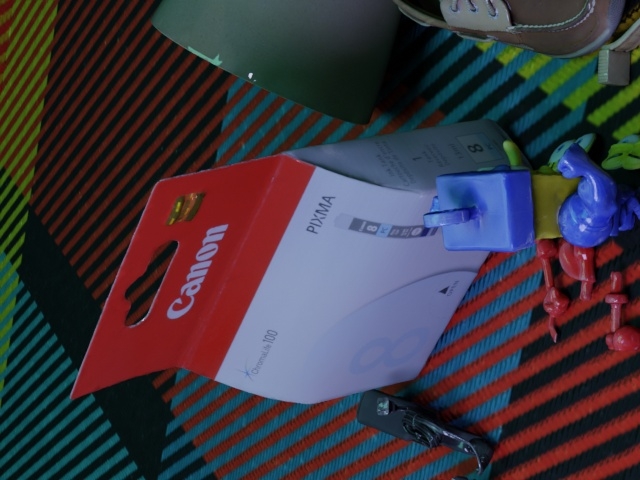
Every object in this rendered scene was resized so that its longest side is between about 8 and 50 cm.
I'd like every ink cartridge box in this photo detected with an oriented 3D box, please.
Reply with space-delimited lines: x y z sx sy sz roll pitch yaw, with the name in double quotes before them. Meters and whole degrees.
"ink cartridge box" -0.016 0.043 1.646 0.091 0.385 0.308 55 138 28

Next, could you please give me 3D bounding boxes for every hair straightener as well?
"hair straightener" 0.093 0.190 1.751 0.230 0.089 0.047 25 95 62

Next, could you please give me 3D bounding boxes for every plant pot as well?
"plant pot" -0.004 -0.298 1.832 0.274 0.256 0.256 -63 33 11

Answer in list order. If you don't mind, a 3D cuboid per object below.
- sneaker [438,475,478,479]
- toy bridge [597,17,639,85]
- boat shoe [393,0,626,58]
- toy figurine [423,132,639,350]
"sneaker" 0.167 0.345 1.627 0.275 0.107 0.110 -111 14 -45
"toy bridge" 0.289 -0.164 1.442 0.188 0.026 0.063 2 89 64
"boat shoe" 0.158 -0.230 1.602 0.324 0.116 0.123 13 101 63
"toy figurine" 0.193 0.003 1.418 0.362 0.217 0.191 6 95 64
